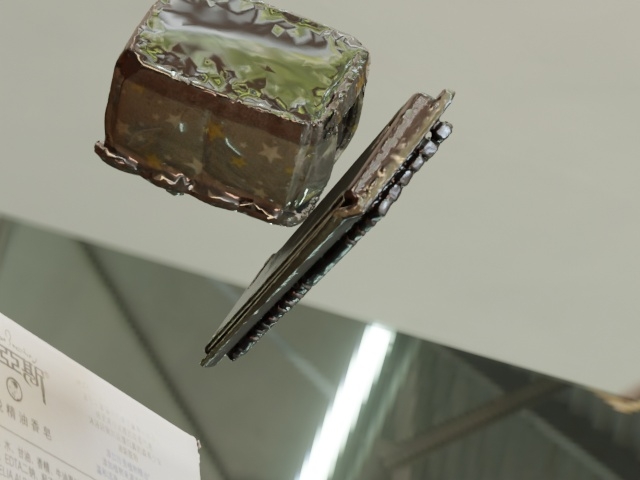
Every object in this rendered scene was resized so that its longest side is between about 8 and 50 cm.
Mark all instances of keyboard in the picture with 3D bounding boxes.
[{"bbox_3d":[0.000,0.000,0.876,0.094,0.025,0.230,-52,-177,-29],"label":"keyboard"}]

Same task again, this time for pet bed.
[{"bbox_3d":[-0.078,-0.108,1.597,0.183,0.211,0.159,-64,172,-50],"label":"pet bed"}]

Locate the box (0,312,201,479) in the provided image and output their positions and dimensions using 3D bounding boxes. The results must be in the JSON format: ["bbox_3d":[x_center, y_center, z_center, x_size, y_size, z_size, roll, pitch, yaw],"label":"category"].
[{"bbox_3d":[-0.174,0.165,0.961,0.116,0.274,0.203,-22,-124,19],"label":"box"}]
